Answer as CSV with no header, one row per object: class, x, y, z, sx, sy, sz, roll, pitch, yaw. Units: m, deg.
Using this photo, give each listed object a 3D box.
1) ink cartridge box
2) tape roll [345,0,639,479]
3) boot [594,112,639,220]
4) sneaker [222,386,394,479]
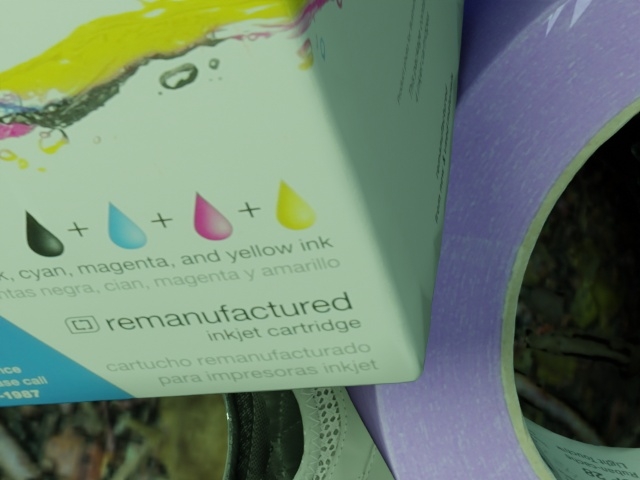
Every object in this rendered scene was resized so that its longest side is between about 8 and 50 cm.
ink cartridge box,-0.070,-0.092,0.443,0.233,0.171,0.168,69,23,-45
tape roll,0.142,0.012,0.608,0.274,0.090,0.275,-4,109,-12
boot,0.263,-0.075,0.725,0.260,0.348,0.131,66,29,-16
sneaker,0.000,0.000,0.671,0.115,0.105,0.281,-4,90,-32
